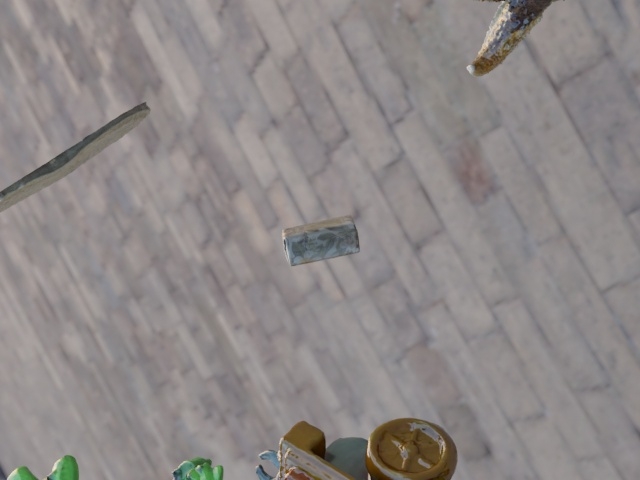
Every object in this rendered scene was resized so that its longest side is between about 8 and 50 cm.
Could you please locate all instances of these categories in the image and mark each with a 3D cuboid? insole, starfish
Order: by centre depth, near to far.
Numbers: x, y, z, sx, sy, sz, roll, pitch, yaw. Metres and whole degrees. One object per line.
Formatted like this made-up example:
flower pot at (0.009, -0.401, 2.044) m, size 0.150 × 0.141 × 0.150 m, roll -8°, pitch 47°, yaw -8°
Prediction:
insole at (-0.210, -0.055, 1.188) m, size 0.081 × 0.248 × 0.011 m, roll -36°, pitch 94°, yaw 40°
starfish at (0.204, -0.265, 1.477) m, size 0.071 × 0.216 × 0.238 m, roll -93°, pitch 20°, yaw -58°

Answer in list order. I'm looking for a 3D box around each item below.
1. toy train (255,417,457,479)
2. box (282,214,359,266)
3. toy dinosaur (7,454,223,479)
toy train at (0.067, 0.283, 1.184) m, size 0.369 × 0.231 × 0.163 m, roll 27°, pitch 138°, yaw 28°
box at (0.000, 0.000, 1.932) m, size 0.062 × 0.098 × 0.045 m, roll -102°, pitch 2°, yaw -77°
toy dinosaur at (-0.130, 0.422, 1.417) m, size 0.144 × 0.374 × 0.500 m, roll 16°, pitch 108°, yaw 48°
